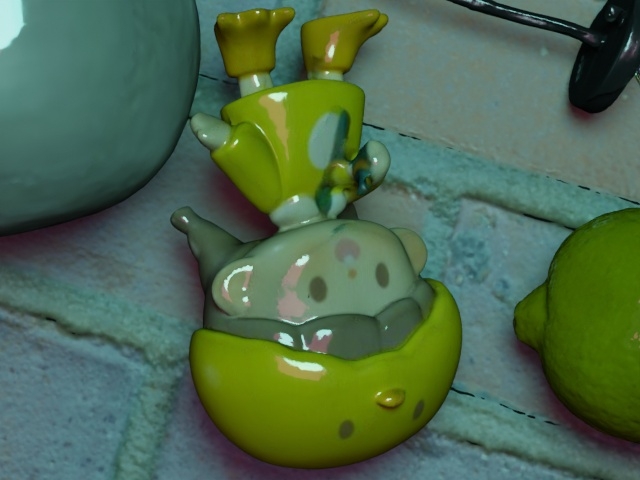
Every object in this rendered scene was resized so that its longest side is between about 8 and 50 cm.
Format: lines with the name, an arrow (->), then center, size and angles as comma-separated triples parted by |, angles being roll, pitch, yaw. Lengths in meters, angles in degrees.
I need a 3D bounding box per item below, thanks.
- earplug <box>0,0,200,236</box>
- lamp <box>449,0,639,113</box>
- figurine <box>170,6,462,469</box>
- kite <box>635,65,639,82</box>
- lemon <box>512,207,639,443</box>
earplug -> -0.252, -0.200, 1.181 | 0.312, 0.312, 0.394 | -13, 92, 1
lamp -> 0.077, -0.184, 1.285 | 0.371, 0.109, 0.130 | 10, 52, 8
figurine -> 0.000, 0.000, 1.219 | 0.215, 0.187, 0.344 | -4, 91, -20
kite -> 0.306, -0.116, 1.311 | 0.122, 0.004, 0.090 | 8, 89, 1
lemon -> 0.272, 0.066, 1.223 | 0.248, 0.184, 0.184 | 5, 89, 2
